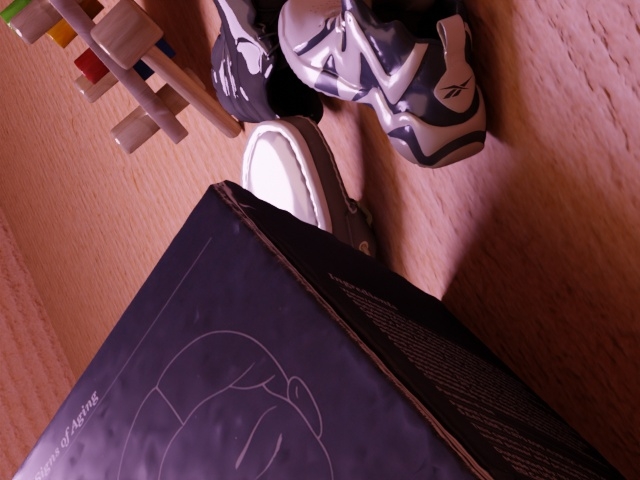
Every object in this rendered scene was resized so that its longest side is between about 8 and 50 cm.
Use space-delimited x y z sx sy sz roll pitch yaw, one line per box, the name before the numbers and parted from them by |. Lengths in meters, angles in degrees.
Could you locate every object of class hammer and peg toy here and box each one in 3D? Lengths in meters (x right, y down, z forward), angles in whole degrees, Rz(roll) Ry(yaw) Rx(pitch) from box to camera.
hammer and peg toy | -0.249 -0.218 1.800 0.266 0.127 0.361 50 179 -34

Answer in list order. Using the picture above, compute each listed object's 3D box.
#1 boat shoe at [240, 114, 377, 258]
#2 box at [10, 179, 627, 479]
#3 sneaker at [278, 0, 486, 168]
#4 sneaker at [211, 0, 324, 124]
boat shoe | 0.003 0.010 1.493 0.109 0.091 0.305 16 129 43
box | -0.021 0.290 1.171 0.297 0.480 0.472 28 -169 -38
sneaker | 0.043 -0.175 1.197 0.235 0.094 0.153 52 153 43
sneaker | -0.054 -0.224 1.443 0.130 0.109 0.286 36 152 50
